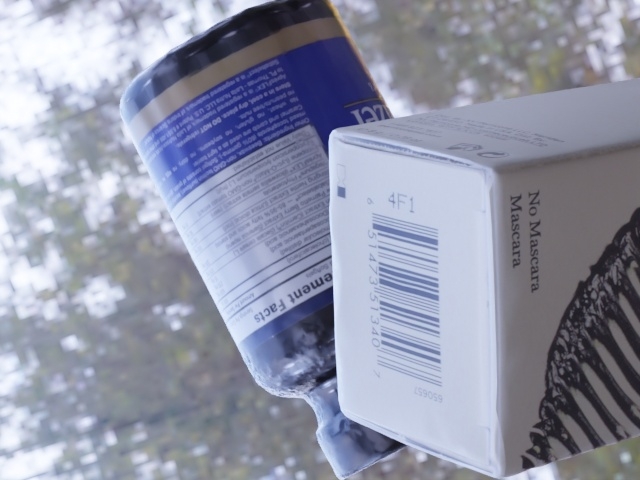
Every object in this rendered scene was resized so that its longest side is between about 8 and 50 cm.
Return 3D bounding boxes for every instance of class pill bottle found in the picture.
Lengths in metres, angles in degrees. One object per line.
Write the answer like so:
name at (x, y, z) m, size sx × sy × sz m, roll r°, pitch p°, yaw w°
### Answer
pill bottle at (0.000, 0.000, 0.967) m, size 0.219 × 0.123 × 0.123 m, roll 62°, pitch -156°, yaw 6°

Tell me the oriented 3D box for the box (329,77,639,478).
box at (0.139, -0.002, 0.735) m, size 0.275 × 0.094 × 0.113 m, roll -13°, pitch -73°, yaw -34°
